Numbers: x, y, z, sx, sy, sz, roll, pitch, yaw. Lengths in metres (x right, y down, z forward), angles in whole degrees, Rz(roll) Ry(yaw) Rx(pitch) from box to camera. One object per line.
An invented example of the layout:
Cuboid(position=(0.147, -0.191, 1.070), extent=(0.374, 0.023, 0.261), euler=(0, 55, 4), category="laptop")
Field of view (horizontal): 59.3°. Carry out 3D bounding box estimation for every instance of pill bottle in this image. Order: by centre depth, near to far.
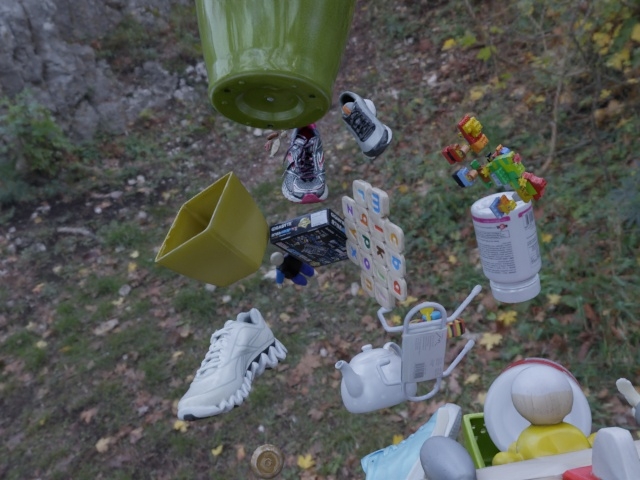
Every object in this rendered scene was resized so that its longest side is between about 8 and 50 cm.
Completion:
Cuboid(position=(0.548, 0.416, 1.421), extent=(0.229, 0.229, 0.408), euler=(-11, -12, 20), category="pill bottle")
Cuboid(position=(0.526, 0.020, 1.576), extent=(0.160, 0.283, 0.160), euler=(-15, 19, 5), category="pill bottle")

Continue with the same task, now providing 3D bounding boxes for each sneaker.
Cuboid(position=(-0.163, 0.211, 0.972), extent=(0.110, 0.118, 0.292), euler=(-18, 8, 22), category="sneaker")
Cuboid(position=(0.168, 0.484, 1.217), extent=(0.150, 0.135, 0.366), euler=(28, 64, 28), category="sneaker")
Cuboid(position=(-0.045, -0.206, 1.490), extent=(0.121, 0.112, 0.299), euler=(-2, 44, -7), category="sneaker")
Cuboid(position=(0.113, -0.318, 1.549), extent=(0.100, 0.108, 0.271), euler=(-47, 39, 23), category="sneaker")

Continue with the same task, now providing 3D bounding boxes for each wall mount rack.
Cuboid(position=(0.306, 0.264, 1.516), extent=(0.304, 0.350, 0.130), euler=(-9, 34, -9), category="wall mount rack")

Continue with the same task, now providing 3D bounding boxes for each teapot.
Cuboid(position=(0.173, 0.417, 1.753), extent=(0.253, 0.187, 0.256), euler=(-14, -10, -6), category="teapot")

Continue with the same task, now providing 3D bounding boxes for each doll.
Cuboid(position=(-0.081, 0.083, 1.598), extent=(0.046, 0.189, 0.129), euler=(35, 87, 38), category="doll")

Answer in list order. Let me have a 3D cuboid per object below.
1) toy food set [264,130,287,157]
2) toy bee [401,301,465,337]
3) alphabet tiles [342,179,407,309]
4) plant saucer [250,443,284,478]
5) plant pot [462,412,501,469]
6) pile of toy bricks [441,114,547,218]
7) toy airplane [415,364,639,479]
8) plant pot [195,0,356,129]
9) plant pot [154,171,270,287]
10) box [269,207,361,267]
Cuboid(position=(-0.136, -0.323, 1.747), extent=(0.078, 0.122, 0.019), euler=(41, 20, 33), category="toy food set")
Cuboid(position=(0.397, 0.346, 2.142), extent=(0.162, 0.195, 0.298), euler=(-16, -15, -32), category="toy bee")
Cuboid(position=(0.122, 0.010, 1.275), extent=(0.021, 0.284, 0.278), euler=(-14, 24, -19), category="alphabet tiles")
Cuboid(position=(-0.131, 0.551, 1.395), extent=(0.083, 0.083, 0.015), euler=(-21, -6, -14), category="plant saucer")
Cuboid(position=(0.548, 0.663, 1.674), extent=(0.228, 0.207, 0.227), euler=(-2, 36, -3), category="plant pot")
Cuboid(position=(0.331, -0.133, 1.035), extent=(0.118, 0.212, 0.105), euler=(-48, 16, -24), category="pile of toy bricks")
Cuboid(position=(0.330, 0.295, 0.755), extent=(0.386, 0.272, 0.384), euler=(17, -39, -38), category="toy airplane")
Cuboid(position=(-0.090, -0.425, 1.120), extent=(0.367, 0.352, 0.366), euler=(1, -14, 0), category="plant pot")
Cuboid(position=(-0.250, -0.005, 1.414), extent=(0.212, 0.187, 0.212), euler=(-26, 34, 34), category="plant pot")
Cuboid(position=(0.000, 0.000, 1.470), extent=(0.175, 0.051, 0.220), euler=(-17, -28, 27), category="box")
